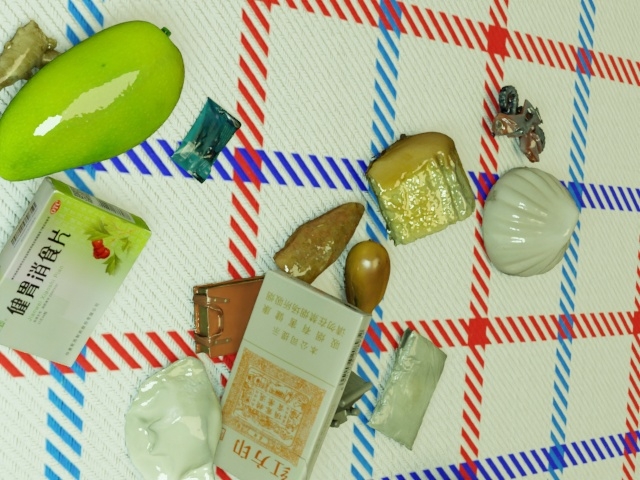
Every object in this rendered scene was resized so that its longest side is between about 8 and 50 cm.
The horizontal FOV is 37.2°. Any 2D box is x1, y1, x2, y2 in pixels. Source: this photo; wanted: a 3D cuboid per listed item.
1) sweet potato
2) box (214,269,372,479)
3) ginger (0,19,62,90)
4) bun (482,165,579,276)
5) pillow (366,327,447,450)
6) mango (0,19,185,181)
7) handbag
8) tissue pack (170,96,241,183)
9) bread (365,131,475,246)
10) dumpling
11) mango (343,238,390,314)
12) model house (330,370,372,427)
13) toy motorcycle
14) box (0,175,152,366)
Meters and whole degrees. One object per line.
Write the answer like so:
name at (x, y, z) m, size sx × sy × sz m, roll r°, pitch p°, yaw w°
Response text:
sweet potato at (0.000, 0.000, 1.825) m, size 0.252 × 0.097 × 0.097 m, roll -44°, pitch 120°, yaw -36°
box at (-0.064, 0.256, 1.661) m, size 0.051 × 0.204 × 0.365 m, roll 4°, pitch 108°, yaw -63°
ginger at (-0.487, -0.269, 1.421) m, size 0.176 × 0.052 × 0.193 m, roll -54°, pitch 137°, yaw -9°
bun at (0.510, -0.039, 2.180) m, size 0.263 × 0.175 × 0.263 m, roll -6°, pitch 99°, yaw -38°
pillow at (0.188, 0.316, 2.026) m, size 0.148 × 0.050 × 0.229 m, roll 33°, pitch 76°, yaw -32°
mango at (-0.354, -0.204, 1.462) m, size 0.343 × 0.156 × 0.192 m, roll -38°, pitch 144°, yaw -22°
handbag at (-0.144, 0.135, 1.732) m, size 0.190 × 0.063 × 0.127 m, roll -6°, pitch 98°, yaw -42°
tissue pack at (-0.199, -0.176, 1.681) m, size 0.085 × 0.028 × 0.138 m, roll 41°, pitch 65°, yaw -34°
bread at (0.218, -0.125, 1.945) m, size 0.262 × 0.162 × 0.204 m, roll -37°, pitch 106°, yaw -46°
dumpling at (-0.251, 0.316, 1.633) m, size 0.166 × 0.126 × 0.216 m, roll -3°, pitch 111°, yaw -13°
mango at (0.090, 0.074, 1.907) m, size 0.105 × 0.084 × 0.159 m, roll -16°, pitch 125°, yaw -53°
model house at (-0.014, 0.305, 1.788) m, size 0.229 × 0.188 × 0.122 m, roll -14°, pitch 87°, yaw -38°
toy motorcycle at (0.452, -0.253, 2.173) m, size 0.212 × 0.084 × 0.118 m, roll 44°, pitch 58°, yaw -38°
box at (-0.399, 0.052, 1.455) m, size 0.175 × 0.062 × 0.260 m, roll 26°, pitch 101°, yaw -38°
